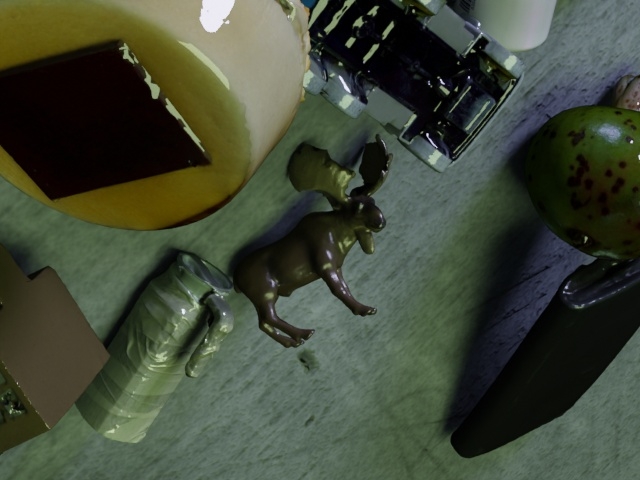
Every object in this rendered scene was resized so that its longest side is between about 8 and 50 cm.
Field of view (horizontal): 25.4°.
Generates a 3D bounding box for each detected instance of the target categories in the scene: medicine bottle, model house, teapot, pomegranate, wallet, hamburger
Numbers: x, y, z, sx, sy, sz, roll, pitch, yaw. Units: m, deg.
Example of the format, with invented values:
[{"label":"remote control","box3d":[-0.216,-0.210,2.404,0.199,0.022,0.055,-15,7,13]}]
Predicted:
[{"label":"medicine bottle","box3d":[0.195,-0.289,1.408,0.102,0.103,0.187,-18,134,-30]},{"label":"model house","box3d":[-0.353,0.120,1.278,0.248,0.181,0.176,-26,103,17]},{"label":"teapot","box3d":[-0.161,0.116,1.452,0.077,0.107,0.200,19,110,-46]},{"label":"pomegranate","box3d":[0.350,-0.092,1.670,0.248,0.202,0.202,-62,147,-22]},{"label":"wallet","box3d":[0.322,0.142,1.858,0.228,0.062,0.406,-20,153,-29]},{"label":"hamburger","box3d":[-0.150,-0.146,1.093,0.302,0.302,0.170,78,22,-47]}]

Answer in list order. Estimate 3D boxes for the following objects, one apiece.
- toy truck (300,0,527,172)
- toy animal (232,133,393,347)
[{"label":"toy truck","box3d":[0.035,-0.199,1.287,0.146,0.175,0.367,-50,141,9]},{"label":"toy animal","box3d":[0.000,0.000,1.493,0.214,0.186,0.094,-25,174,9]}]
